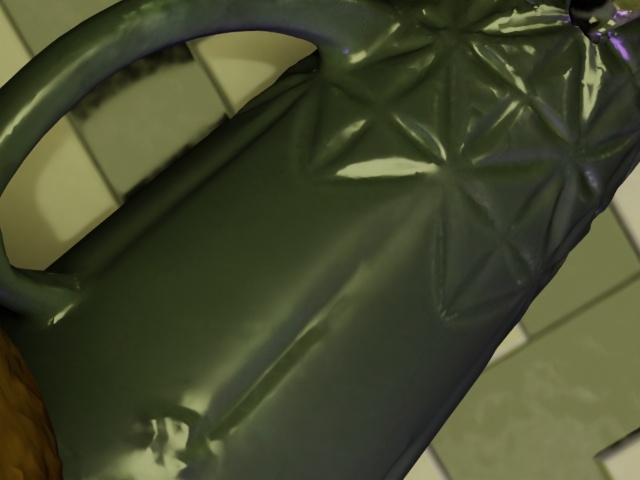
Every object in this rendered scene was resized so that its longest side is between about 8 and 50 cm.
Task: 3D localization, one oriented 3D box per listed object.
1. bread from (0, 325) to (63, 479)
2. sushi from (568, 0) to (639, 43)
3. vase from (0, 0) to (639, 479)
[{"bbox_3d":[-0.244,0.088,0.500,0.398,0.398,0.215,-36,103,-3],"label":"bread"},{"bbox_3d":[0.137,-0.205,0.659,0.184,0.139,0.274,9,52,-10],"label":"sushi"},{"bbox_3d":[0.000,0.000,0.689,0.301,0.156,0.251,-46,125,-8],"label":"vase"}]
